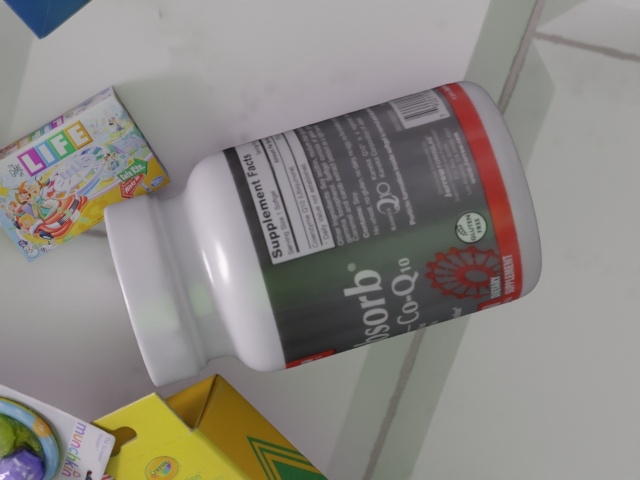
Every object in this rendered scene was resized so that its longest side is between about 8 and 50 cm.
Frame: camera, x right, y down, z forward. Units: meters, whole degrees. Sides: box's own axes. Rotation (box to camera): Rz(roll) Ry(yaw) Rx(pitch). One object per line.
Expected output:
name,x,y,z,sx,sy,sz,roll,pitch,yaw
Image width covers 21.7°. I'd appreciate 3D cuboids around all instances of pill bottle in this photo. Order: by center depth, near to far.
pill bottle,0.000,0.000,1.519,0.363,0.210,0.210,-17,119,-4

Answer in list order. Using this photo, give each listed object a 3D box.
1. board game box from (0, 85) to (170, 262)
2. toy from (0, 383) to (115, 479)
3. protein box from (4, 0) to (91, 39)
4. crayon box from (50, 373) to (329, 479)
board game box,-0.231,-0.060,1.537,0.154,0.026,0.103,-30,119,3
toy,-0.322,0.192,1.563,0.237,0.056,0.137,26,130,4
protein box,-0.221,-0.314,1.347,0.200,0.136,0.201,-38,119,7
crayon box,-0.107,0.255,1.623,0.202,0.081,0.318,-27,118,34
